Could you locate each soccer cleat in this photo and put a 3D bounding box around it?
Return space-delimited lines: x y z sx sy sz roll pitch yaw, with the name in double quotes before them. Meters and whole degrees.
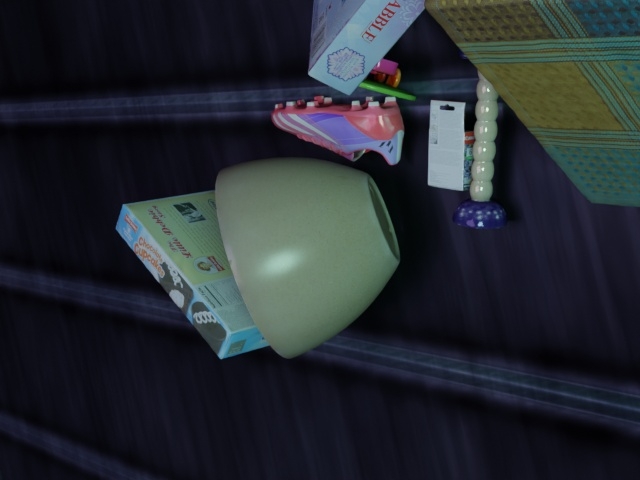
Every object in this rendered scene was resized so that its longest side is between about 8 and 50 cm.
"soccer cleat" 0.019 -0.158 1.507 0.248 0.083 0.095 6 108 45

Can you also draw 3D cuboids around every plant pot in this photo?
"plant pot" 0.000 0.000 1.453 0.190 0.284 0.284 -20 82 12

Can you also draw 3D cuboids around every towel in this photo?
"towel" 0.298 -0.133 1.030 0.271 0.370 0.040 11 68 47

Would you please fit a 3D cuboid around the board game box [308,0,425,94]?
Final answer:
"board game box" 0.100 -0.384 1.233 0.318 0.065 0.319 -46 29 41

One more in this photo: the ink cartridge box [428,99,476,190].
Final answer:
"ink cartridge box" 0.174 -0.126 1.376 0.062 0.029 0.115 14 108 46

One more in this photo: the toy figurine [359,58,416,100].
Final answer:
"toy figurine" 0.078 -0.284 1.410 0.173 0.130 0.159 -143 66 -67

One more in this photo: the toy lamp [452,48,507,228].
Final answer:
"toy lamp" 0.204 -0.155 1.298 0.080 0.080 0.275 16 110 45

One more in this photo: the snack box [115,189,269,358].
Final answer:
"snack box" -0.166 0.044 1.675 0.322 0.187 0.060 46 130 32
